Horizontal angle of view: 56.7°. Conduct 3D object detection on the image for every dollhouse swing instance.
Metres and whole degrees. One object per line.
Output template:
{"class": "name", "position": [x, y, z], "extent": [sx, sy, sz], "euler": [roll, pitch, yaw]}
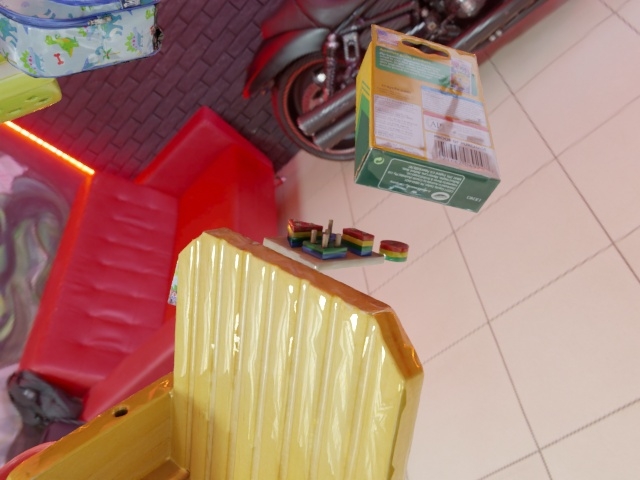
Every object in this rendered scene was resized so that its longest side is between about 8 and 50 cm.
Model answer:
{"class": "dollhouse swing", "position": [-0.120, 0.205, 0.495], "extent": [0.315, 0.305, 0.347], "euler": [-28, 37, -36]}

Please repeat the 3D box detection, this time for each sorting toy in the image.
{"class": "sorting toy", "position": [0.000, 0.000, 0.877], "extent": [0.132, 0.275, 0.046], "euler": [23, 110, 47]}

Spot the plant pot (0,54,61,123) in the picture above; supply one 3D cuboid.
{"class": "plant pot", "position": [-0.487, -0.259, 0.768], "extent": [0.228, 0.227, 0.207], "euler": [-28, 18, -20]}

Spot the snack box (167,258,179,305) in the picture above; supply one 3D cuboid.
{"class": "snack box", "position": [-0.205, 0.092, 1.113], "extent": [0.037, 0.141, 0.100], "euler": [-77, 6, -66]}

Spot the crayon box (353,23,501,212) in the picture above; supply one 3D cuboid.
{"class": "crayon box", "position": [0.164, -0.205, 0.965], "extent": [0.083, 0.203, 0.323], "euler": [114, 165, -49]}

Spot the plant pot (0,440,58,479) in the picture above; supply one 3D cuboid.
{"class": "plant pot", "position": [-0.466, 0.541, 1.051], "extent": [0.275, 0.243, 0.275], "euler": [-19, 34, 14]}

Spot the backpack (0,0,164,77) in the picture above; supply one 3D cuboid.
{"class": "backpack", "position": [-0.190, -0.180, 0.443], "extent": [0.114, 0.105, 0.084], "euler": [-35, -27, -35]}
